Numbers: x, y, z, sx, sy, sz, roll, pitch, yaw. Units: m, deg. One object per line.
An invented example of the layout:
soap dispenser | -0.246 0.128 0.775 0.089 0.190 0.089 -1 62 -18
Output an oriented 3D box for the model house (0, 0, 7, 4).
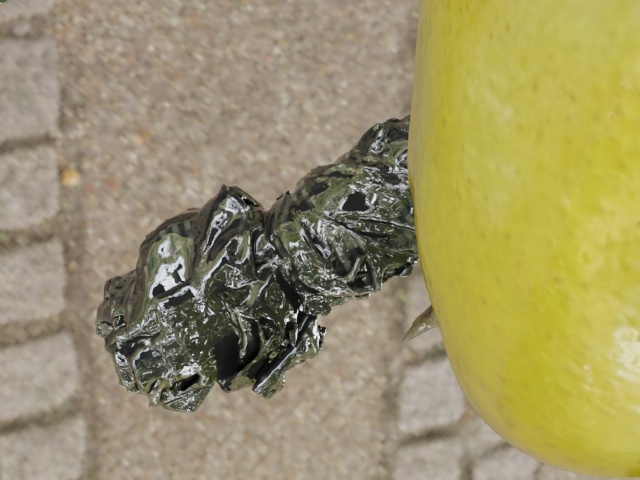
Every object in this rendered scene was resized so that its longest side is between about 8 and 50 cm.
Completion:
model house | -0.181 -0.180 0.611 0.170 0.194 0.211 -30 109 -39

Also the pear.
pear | 0.108 -0.010 0.525 0.267 0.267 0.178 8 116 -46

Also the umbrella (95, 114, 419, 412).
umbrella | -0.005 -0.007 1.139 0.337 0.154 0.128 -40 141 5
